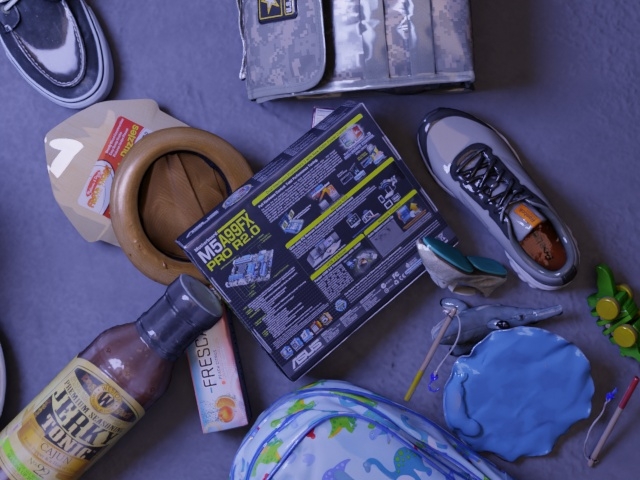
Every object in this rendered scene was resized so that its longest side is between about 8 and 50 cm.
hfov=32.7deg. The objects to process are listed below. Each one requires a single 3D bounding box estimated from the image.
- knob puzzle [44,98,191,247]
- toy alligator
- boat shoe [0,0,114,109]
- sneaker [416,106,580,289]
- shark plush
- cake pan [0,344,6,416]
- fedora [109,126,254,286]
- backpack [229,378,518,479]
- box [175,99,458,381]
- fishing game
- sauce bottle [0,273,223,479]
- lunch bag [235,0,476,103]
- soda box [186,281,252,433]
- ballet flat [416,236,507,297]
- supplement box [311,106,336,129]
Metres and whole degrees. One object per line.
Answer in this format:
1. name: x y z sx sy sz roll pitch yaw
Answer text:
1. knob puzzle: -0.250 -0.087 1.353 0.213 0.030 0.213 -1 93 -14
2. toy alligator: 0.378 0.117 1.344 0.051 0.056 0.190 -32 90 42
3. boat shoe: -0.369 -0.311 1.325 0.121 0.119 0.335 -31 89 0
4. sneaker: 0.223 -0.056 1.319 0.100 0.108 0.271 -41 87 2
5. shark plush: 0.215 0.109 1.335 0.161 0.067 0.073 2 89 1
6. cake pan: -0.528 0.171 1.353 0.293 0.054 0.293 0 89 1
7. fedora: -0.166 -0.040 1.319 0.194 0.079 0.195 -1 93 -15
8. backpack: 0.063 0.318 1.264 0.355 0.273 0.290 43 97 13
9. box: 0.000 0.000 1.296 0.270 0.060 0.216 -40 107 -8
10. fishing game: 0.240 0.185 1.328 0.264 0.041 0.189 17 111 -8
11. sauce bottle: -0.258 0.178 1.293 0.111 0.111 0.344 44 101 1
12. lunch bag: 0.035 -0.288 1.299 0.286 0.169 0.235 -3 92 8
13. soda box: -0.131 0.140 1.342 0.058 0.063 0.183 -11 88 1
14. ballet flat: 0.163 0.040 1.303 0.052 0.168 0.057 -53 46 19
15. supplement box: 0.008 -0.119 1.349 0.043 0.055 0.083 7 88 1
